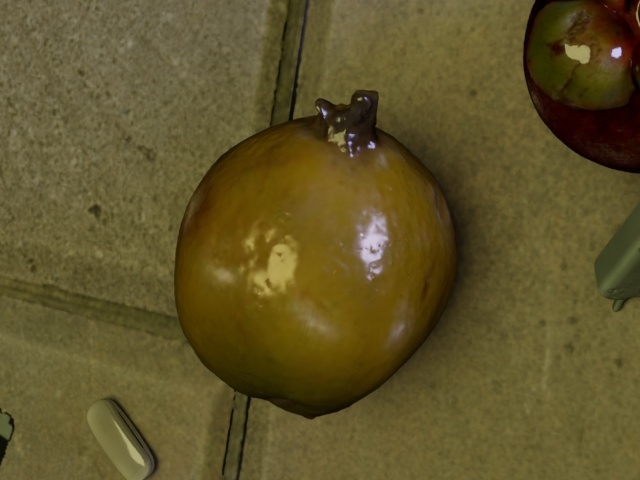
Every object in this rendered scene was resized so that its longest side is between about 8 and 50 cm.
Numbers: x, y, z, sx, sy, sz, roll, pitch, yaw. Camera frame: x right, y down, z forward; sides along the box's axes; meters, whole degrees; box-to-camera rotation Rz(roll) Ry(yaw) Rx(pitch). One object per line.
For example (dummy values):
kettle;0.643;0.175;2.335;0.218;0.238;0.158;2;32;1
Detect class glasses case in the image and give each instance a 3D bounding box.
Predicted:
glasses case;-0.179;0.179;0.968;0.032;0.021;0.083;-45;73;19

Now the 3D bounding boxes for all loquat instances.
loquat;0.000;0.000;0.769;0.213;0.213;0.246;29;124;22

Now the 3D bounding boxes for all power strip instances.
power strip;0.239;-0.022;0.690;0.060;0.253;0.027;-4;59;-16

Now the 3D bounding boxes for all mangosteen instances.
mangosteen;0.213;-0.129;0.680;0.200;0.200;0.200;1;91;25

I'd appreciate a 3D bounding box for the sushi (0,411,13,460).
sushi;-0.513;0.254;1.104;0.359;0.064;0.343;26;102;23
